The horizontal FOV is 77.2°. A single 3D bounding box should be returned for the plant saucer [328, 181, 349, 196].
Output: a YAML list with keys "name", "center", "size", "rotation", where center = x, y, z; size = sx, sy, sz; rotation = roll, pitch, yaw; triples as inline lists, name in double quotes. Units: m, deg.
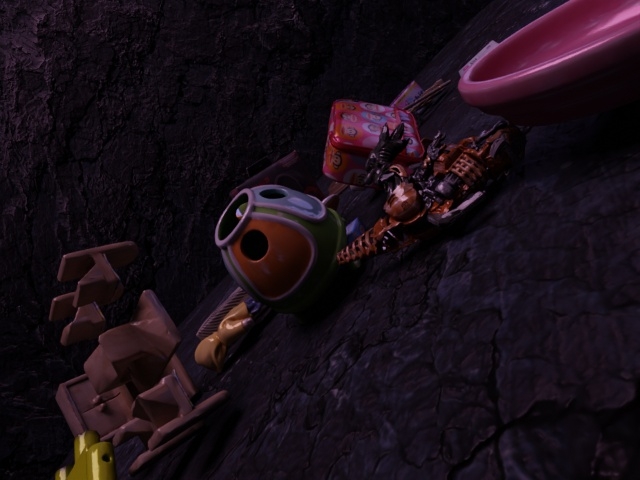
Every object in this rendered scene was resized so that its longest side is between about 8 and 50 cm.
- name: "plant saucer"
  center: [0.129, -0.293, 1.761]
  size: [0.278, 0.041, 0.278]
  rotation: [-45, 12, 12]

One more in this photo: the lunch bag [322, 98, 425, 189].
- name: "lunch bag"
  center: [0.143, -0.234, 0.978]
  size: [0.293, 0.258, 0.120]
  rotation: [-85, 6, -51]

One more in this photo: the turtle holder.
- name: "turtle holder"
  center: [-0.081, -0.015, 0.819]
  size: [0.243, 0.227, 0.320]
  rotation: [-37, 34, 34]

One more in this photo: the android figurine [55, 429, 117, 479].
- name: "android figurine"
  center: [-0.388, 0.456, 0.640]
  size: [0.248, 0.056, 0.273]
  rotation: [-57, 39, 10]

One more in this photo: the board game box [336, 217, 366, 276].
- name: "board game box"
  center: [0.011, 0.053, 0.936]
  size: [0.211, 0.039, 0.160]
  rotation: [-39, 13, 29]

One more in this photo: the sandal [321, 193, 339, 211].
- name: "sandal"
  center: [0.005, -0.001, 1.094]
  size: [0.102, 0.076, 0.265]
  rotation: [-17, -42, -60]

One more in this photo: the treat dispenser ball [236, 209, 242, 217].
- name: "treat dispenser ball"
  center: [-0.239, -0.027, 1.516]
  size: [0.288, 0.288, 0.288]
  rotation: [-44, 11, 11]

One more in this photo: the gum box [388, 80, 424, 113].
- name: "gum box"
  center: [0.353, -0.549, 1.652]
  size: [0.188, 0.107, 0.062]
  rotation: [-50, 11, -16]

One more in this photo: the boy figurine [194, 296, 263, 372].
- name: "boy figurine"
  center: [-0.203, 0.214, 1.031]
  size: [0.285, 0.092, 0.177]
  rotation: [-50, 11, -15]

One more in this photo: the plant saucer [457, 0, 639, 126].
- name: "plant saucer"
  center: [0.338, -0.237, 0.476]
  size: [0.332, 0.084, 0.332]
  rotation: [-30, 19, 11]

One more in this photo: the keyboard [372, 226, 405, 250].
- name: "keyboard"
  center: [0.177, -0.067, 0.810]
  size: [0.256, 0.014, 0.072]
  rotation: [-52, 12, -27]

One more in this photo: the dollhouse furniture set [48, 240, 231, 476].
- name: "dollhouse furniture set"
  center: [-0.358, 0.252, 0.845]
  size: [0.256, 0.362, 0.394]
  rotation: [-18, -28, -51]

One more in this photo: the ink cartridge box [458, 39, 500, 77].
- name: "ink cartridge box"
  center: [0.504, -0.522, 1.110]
  size: [0.239, 0.060, 0.275]
  rotation: [-41, 12, 31]

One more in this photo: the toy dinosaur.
- name: "toy dinosaur"
  center: [0.147, -0.075, 0.632]
  size: [0.321, 0.164, 0.218]
  rotation: [-22, 33, 11]

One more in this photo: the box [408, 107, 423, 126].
- name: "box"
  center: [0.305, -0.398, 1.411]
  size: [0.054, 0.059, 0.169]
  rotation: [-35, 15, 45]

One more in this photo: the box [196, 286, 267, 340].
- name: "box"
  center: [-0.234, 0.199, 1.191]
  size: [0.275, 0.094, 0.113]
  rotation: [-46, 10, 6]

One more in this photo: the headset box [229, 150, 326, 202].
- name: "headset box"
  center: [-0.110, -0.105, 1.192]
  size: [0.218, 0.293, 0.110]
  rotation: [-37, 10, -22]

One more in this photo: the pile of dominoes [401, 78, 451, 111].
- name: "pile of dominoes"
  center: [0.355, -0.517, 1.502]
  size: [0.251, 0.040, 0.196]
  rotation: [-33, 1, -15]

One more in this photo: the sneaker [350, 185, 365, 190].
- name: "sneaker"
  center: [0.170, -0.233, 1.195]
  size: [0.296, 0.131, 0.111]
  rotation: [-27, 26, -38]
